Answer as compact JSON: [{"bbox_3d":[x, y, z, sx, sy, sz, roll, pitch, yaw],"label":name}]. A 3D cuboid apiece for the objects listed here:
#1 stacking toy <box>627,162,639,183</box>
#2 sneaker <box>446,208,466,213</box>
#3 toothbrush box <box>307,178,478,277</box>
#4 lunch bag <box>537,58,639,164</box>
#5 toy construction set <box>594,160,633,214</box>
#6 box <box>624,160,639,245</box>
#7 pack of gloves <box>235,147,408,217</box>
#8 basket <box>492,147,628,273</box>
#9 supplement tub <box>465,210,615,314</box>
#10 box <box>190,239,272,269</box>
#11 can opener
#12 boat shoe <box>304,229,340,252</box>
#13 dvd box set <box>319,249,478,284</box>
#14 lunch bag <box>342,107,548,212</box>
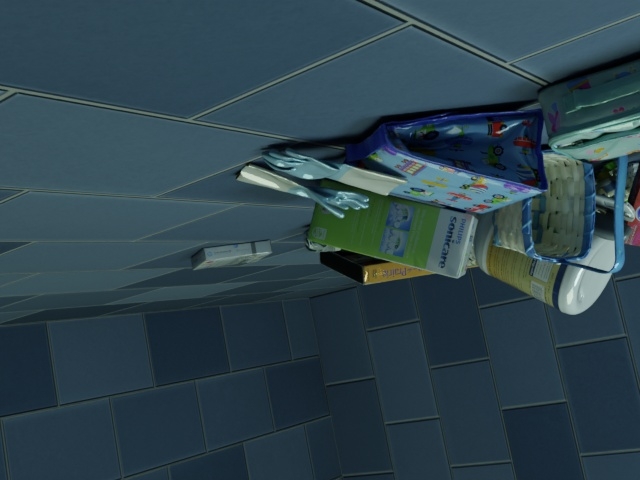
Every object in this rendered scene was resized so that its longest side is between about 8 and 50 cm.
[{"bbox_3d":[0.875,-0.200,1.993,0.167,0.052,0.221,-9,170,-16],"label":"stacking toy"},{"bbox_3d":[0.389,-0.042,2.260,0.286,0.109,0.130,-8,178,-5],"label":"sneaker"},{"bbox_3d":[0.142,-0.022,1.538,0.283,0.122,0.206,13,-178,12],"label":"toothbrush box"},{"bbox_3d":[0.471,-0.197,1.209,0.279,0.107,0.224,-16,171,32],"label":"lunch bag"},{"bbox_3d":[0.643,-0.094,2.032,0.215,0.151,0.328,-28,-172,-31],"label":"toy construction set"},{"bbox_3d":[0.729,-0.100,1.735,0.123,0.128,0.257,12,150,15],"label":"box"},{"bbox_3d":[-0.005,-0.083,1.325,0.232,0.046,0.195,13,165,-18],"label":"pack of gloves"},{"bbox_3d":[0.489,-0.075,1.645,0.201,0.254,0.289,-1,-174,-28],"label":"basket"},{"bbox_3d":[0.506,0.011,1.912,0.316,0.228,0.228,29,-162,34],"label":"supplement tub"},{"bbox_3d":[-0.241,0.040,2.198,0.186,0.038,0.145,-9,172,-24],"label":"box"},{"bbox_3d":[0.547,-0.085,1.776,0.280,0.093,0.074,26,164,38],"label":"can opener"},{"bbox_3d":[0.000,-0.001,2.081,0.081,0.079,0.227,-14,176,-9],"label":"boat shoe"},{"bbox_3d":[0.248,0.045,2.453,0.421,0.062,0.308,-8,-166,-22],"label":"dvd box set"},{"bbox_3d":[0.179,-0.127,1.322,0.293,0.138,0.221,1,172,-16],"label":"lunch bag"}]
